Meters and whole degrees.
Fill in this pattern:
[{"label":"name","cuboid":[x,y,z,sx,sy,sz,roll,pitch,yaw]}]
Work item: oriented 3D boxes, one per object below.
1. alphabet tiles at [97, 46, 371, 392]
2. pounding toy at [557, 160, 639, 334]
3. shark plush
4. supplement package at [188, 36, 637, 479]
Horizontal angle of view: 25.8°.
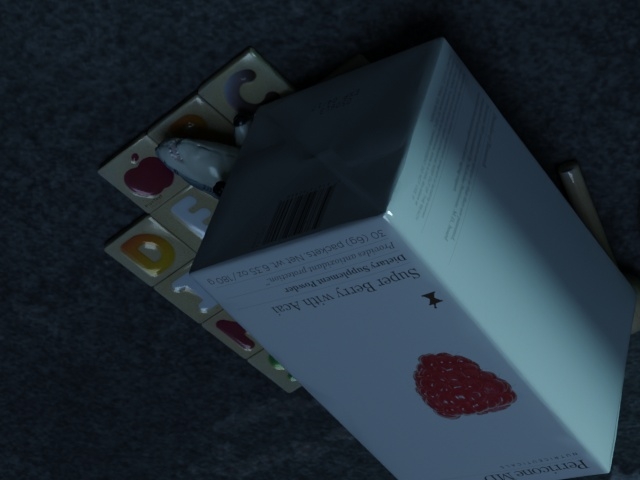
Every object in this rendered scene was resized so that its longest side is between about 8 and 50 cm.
[{"label":"alphabet tiles","cuboid":[0.000,0.000,1.146,0.285,0.011,0.342,-34,121,27]},{"label":"pounding toy","cuboid":[0.317,0.010,1.076,0.237,0.110,0.183,-13,129,13]},{"label":"shark plush","cuboid":[-0.052,-0.040,1.093,0.067,0.073,0.161,-14,153,38]},{"label":"supplement package","cuboid":[0.080,0.033,1.025,0.177,0.175,0.293,-17,129,36]}]
